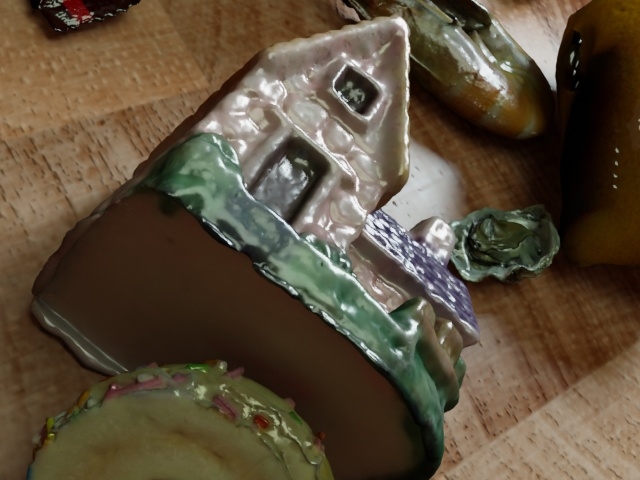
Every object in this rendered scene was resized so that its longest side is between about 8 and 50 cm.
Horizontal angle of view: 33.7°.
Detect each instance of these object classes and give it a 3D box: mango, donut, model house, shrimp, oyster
[{"bbox_3d":[0.288,-0.099,0.925,0.201,0.153,0.287,36,51,-60],"label":"mango"},{"bbox_3d":[-0.069,0.140,0.561,0.174,0.174,0.068,44,17,-3],"label":"donut"},{"bbox_3d":[0.000,0.000,0.649,0.237,0.202,0.237,39,50,-8],"label":"model house"},{"bbox_3d":[0.111,-0.178,0.923,0.249,0.068,0.150,33,38,-19],"label":"shrimp"},{"bbox_3d":[0.145,0.003,0.860,0.100,0.037,0.098,2,41,-9],"label":"oyster"}]

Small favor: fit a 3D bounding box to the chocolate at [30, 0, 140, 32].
[{"bbox_3d":[-0.208,-0.227,0.767,0.086,0.028,0.182,-34,83,-33],"label":"chocolate"}]
